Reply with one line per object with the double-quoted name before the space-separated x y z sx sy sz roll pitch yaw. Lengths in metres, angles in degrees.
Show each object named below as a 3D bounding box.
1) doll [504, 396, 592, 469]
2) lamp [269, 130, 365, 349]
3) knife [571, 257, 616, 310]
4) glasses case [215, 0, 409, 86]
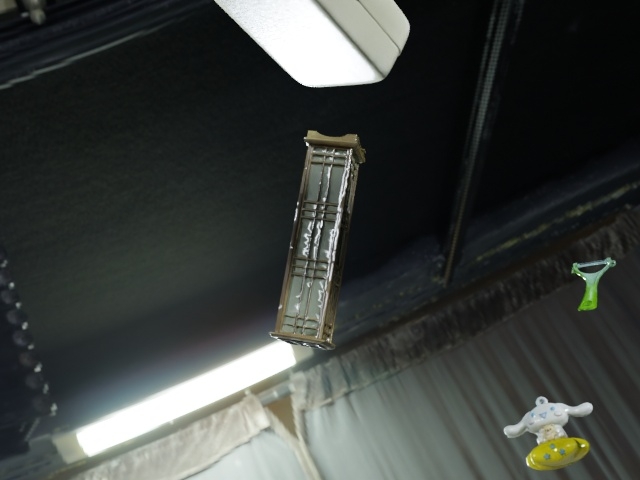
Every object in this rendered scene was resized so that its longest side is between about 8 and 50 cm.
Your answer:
"doll" 0.367 0.296 1.231 0.135 0.113 0.071 -41 -42 4
"lamp" 0.000 0.000 1.218 0.089 0.326 0.090 7 -11 14
"knife" 0.471 0.080 1.371 0.078 0.023 0.166 -17 22 29
"glasses case" -0.055 -0.260 0.714 0.313 0.131 0.070 39 -111 -38
